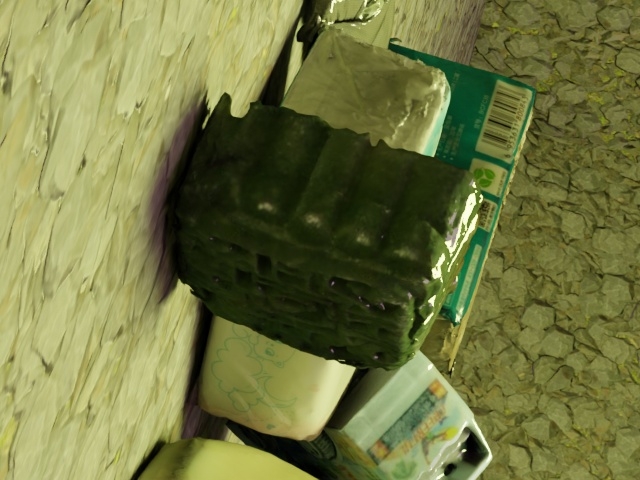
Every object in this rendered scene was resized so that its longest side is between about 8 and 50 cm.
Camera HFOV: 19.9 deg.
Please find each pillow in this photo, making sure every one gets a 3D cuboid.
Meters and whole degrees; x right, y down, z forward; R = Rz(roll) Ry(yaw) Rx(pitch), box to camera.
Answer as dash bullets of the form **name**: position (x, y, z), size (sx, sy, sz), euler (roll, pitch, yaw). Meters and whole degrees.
- **pillow**: position (0.033, -0.191, 1.497), size (0.255, 0.059, 0.169), euler (87, 19, -72)

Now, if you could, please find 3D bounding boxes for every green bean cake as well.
- **green bean cake**: position (0.000, 0.004, 1.157), size (0.173, 0.181, 0.094), euler (102, 9, -66)

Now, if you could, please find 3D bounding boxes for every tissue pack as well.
- **tissue pack**: position (-0.001, 0.002, 1.403), size (0.271, 0.124, 0.201), euler (107, 9, -48)
- **tissue pack**: position (0.072, -0.032, 1.688), size (0.134, 0.192, 0.270), euler (95, 15, -61)

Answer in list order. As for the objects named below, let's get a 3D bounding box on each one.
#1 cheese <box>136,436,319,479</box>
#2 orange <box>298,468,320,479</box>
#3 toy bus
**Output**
- **cheese**: position (-0.042, 0.253, 1.337), size (0.127, 0.233, 0.266), euler (-63, 175, 15)
- **orange**: position (-0.047, 0.296, 1.582), size (0.206, 0.206, 0.206), euler (18, 90, -84)
- **toy bus**: position (0.027, 0.166, 1.601), size (0.109, 0.136, 0.330), euler (-47, -169, -17)
